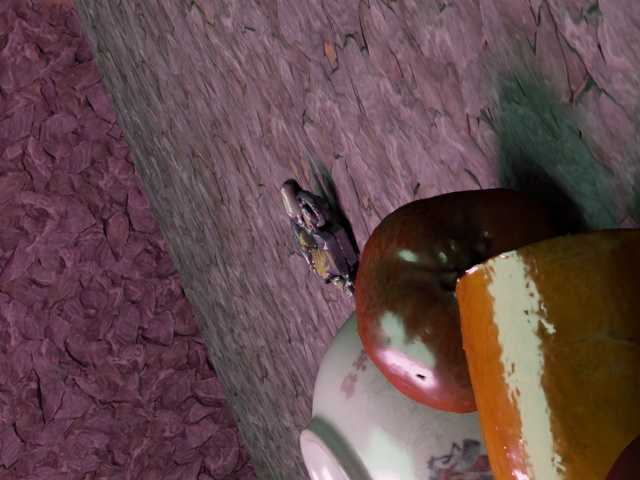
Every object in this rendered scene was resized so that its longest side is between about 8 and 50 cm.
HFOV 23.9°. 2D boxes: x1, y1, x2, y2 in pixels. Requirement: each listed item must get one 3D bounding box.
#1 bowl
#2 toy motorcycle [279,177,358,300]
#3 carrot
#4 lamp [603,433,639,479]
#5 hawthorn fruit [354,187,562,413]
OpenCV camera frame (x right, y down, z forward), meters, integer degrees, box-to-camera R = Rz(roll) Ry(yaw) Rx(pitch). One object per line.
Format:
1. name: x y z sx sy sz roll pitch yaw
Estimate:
1. bowl: 0.102 0.264 1.835 0.435 0.196 0.435 52 160 28
2. toy motorcycle: 0.000 0.000 2.028 0.124 0.061 0.193 27 151 56
3. carrot: 0.223 0.142 1.175 0.214 0.193 0.331 -49 -57 -81
4. lamp: 0.302 0.241 0.958 0.303 0.257 0.303 16 119 32
5. hawthorn fruit: 0.139 0.061 1.397 0.210 0.210 0.262 59 -177 15
